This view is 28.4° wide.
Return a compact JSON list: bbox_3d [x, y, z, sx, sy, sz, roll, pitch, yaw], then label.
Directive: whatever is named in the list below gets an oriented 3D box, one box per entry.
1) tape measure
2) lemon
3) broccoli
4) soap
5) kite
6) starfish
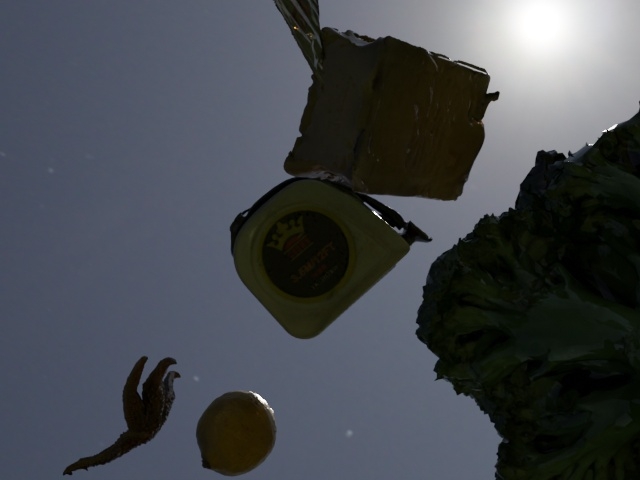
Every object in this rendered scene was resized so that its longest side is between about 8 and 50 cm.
[{"bbox_3d":[0.000,0.000,1.737,0.235,0.207,0.115,-42,-4,0],"label":"tape measure"},{"bbox_3d":[-0.116,0.265,1.729,0.133,0.109,0.109,-39,-50,-36],"label":"lemon"},{"bbox_3d":[0.200,0.068,0.708,0.254,0.269,0.269,-45,-48,4],"label":"broccoli"},{"bbox_3d":[0.070,-0.109,1.148,0.233,0.076,0.135,3,-77,-57],"label":"soap"},{"bbox_3d":[-0.011,-0.221,0.939,0.250,0.012,0.229,7,-106,-61],"label":"kite"},{"bbox_3d":[-0.158,0.158,1.061,0.130,0.041,0.133,-48,-16,-15],"label":"starfish"}]
